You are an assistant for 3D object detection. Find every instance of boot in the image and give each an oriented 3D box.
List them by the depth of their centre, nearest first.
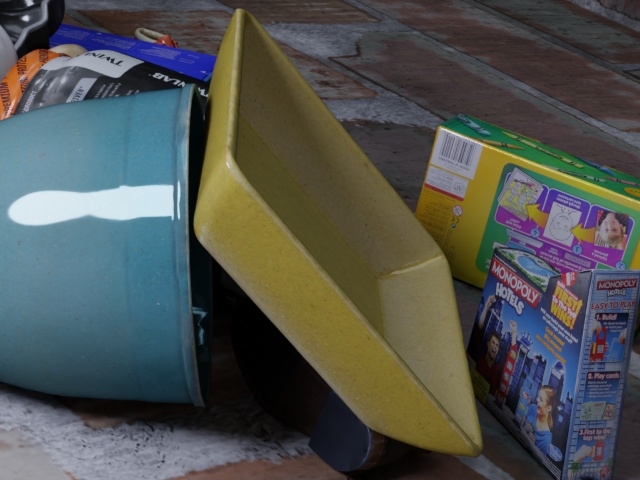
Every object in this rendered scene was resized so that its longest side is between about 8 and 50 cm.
[{"bbox_3d":[0.009,0.128,1.370,0.106,0.082,0.219,6,31,-44],"label":"boot"},{"bbox_3d":[-0.204,-0.231,2.076,0.158,0.085,0.059,29,24,29],"label":"boot"}]

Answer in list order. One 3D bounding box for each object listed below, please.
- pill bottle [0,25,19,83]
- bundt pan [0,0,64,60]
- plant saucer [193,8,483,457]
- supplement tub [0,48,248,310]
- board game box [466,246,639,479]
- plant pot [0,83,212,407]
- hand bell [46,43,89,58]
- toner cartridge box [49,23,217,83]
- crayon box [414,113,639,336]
[{"bbox_3d":[-0.372,-0.166,1.593,0.124,0.124,0.221,14,-17,0],"label":"pill bottle"},{"bbox_3d":[-0.452,-0.286,1.836,0.330,0.124,0.331,-2,63,5],"label":"bundt pan"},{"bbox_3d":[0.000,0.000,1.296,0.333,0.081,0.333,50,18,-23],"label":"plant saucer"},{"bbox_3d":[-0.158,-0.066,1.545,0.338,0.207,0.207,21,23,15],"label":"supplement tub"},{"bbox_3d":[0.219,0.091,1.409,0.060,0.194,0.194,2,26,-28],"label":"board game box"},{"bbox_3d":[-0.225,0.007,1.289,0.255,0.272,0.272,-2,23,0],"label":"plant pot"},{"bbox_3d":[-0.241,-0.110,1.776,0.242,0.126,0.126,42,33,27],"label":"hand bell"},{"bbox_3d":[-0.309,-0.216,1.963,0.347,0.075,0.165,13,23,6],"label":"toner cartridge box"},{"bbox_3d":[0.246,-0.015,1.715,0.278,0.165,0.081,23,24,20],"label":"crayon box"}]
